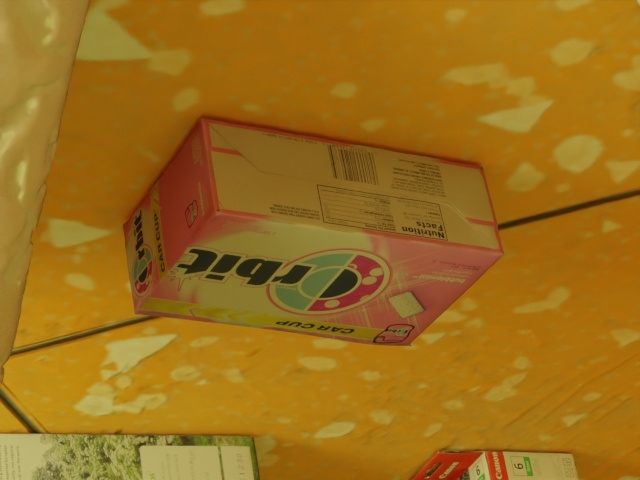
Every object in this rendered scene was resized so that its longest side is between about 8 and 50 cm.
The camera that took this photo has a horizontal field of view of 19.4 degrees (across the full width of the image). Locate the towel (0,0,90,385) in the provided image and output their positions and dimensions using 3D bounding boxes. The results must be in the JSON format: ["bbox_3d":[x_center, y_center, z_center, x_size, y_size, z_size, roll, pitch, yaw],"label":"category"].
[{"bbox_3d":[-0.262,-0.020,0.781,0.317,0.053,0.331,-3,126,-32],"label":"towel"}]

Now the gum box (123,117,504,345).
[{"bbox_3d":[0.000,0.000,1.036,0.188,0.062,0.107,8,144,-27],"label":"gum box"}]

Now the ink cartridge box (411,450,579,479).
[{"bbox_3d":[0.130,0.184,1.406,0.115,0.029,0.063,4,147,-23],"label":"ink cartridge box"}]

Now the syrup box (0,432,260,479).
[{"bbox_3d":[-0.162,0.193,1.274,0.237,0.093,0.096,2,147,-19],"label":"syrup box"}]

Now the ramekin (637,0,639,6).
[{"bbox_3d":[0.244,-0.158,0.787,0.273,0.127,0.273,-7,148,-5],"label":"ramekin"}]
